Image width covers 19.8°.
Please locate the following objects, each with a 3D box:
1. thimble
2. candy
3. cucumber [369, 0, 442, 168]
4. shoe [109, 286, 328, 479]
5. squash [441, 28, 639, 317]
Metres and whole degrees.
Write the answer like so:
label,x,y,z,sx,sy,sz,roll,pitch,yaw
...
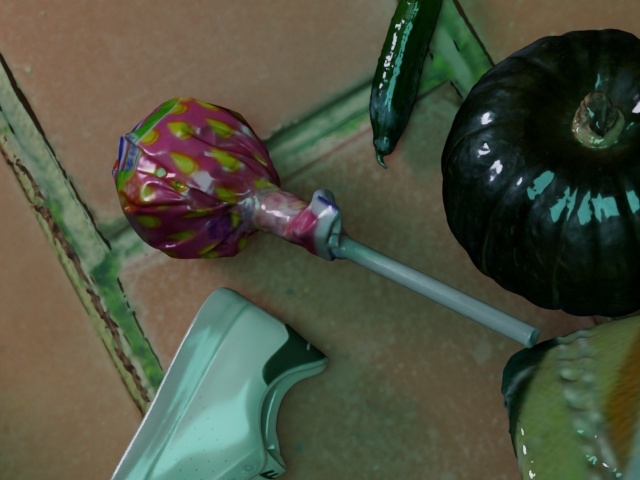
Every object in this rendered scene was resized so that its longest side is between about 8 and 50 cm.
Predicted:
label,x,y,z,sx,sy,sz,roll,pitch,yaw
thimble,0.221,0.186,1.209,0.167,0.288,0.254,-13,127,10
candy,0.000,0.000,1.298,0.365,0.124,0.124,26,92,32
cucumber,0.060,-0.131,1.380,0.037,0.037,0.155,15,89,10
shoe,-0.086,0.171,1.361,0.110,0.095,0.265,23,89,10
squash,0.192,-0.048,1.274,0.218,0.218,0.172,5,126,10
